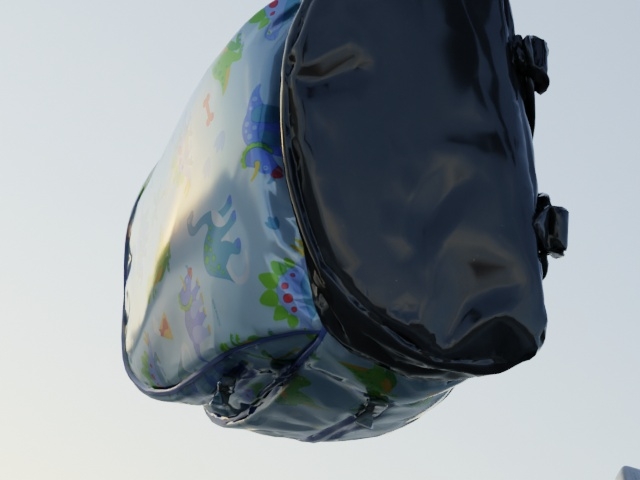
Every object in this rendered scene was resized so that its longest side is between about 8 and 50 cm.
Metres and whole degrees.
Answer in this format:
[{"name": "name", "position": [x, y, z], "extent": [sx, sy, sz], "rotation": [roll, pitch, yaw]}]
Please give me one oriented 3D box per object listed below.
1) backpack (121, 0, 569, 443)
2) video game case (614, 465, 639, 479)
[{"name": "backpack", "position": [0.000, 0.000, 1.311], "extent": [0.273, 0.290, 0.355], "rotation": [-4, -17, -6]}, {"name": "video game case", "position": [0.265, 0.204, 1.205], "extent": [0.157, 0.019, 0.143], "rotation": [18, 26, -11]}]
